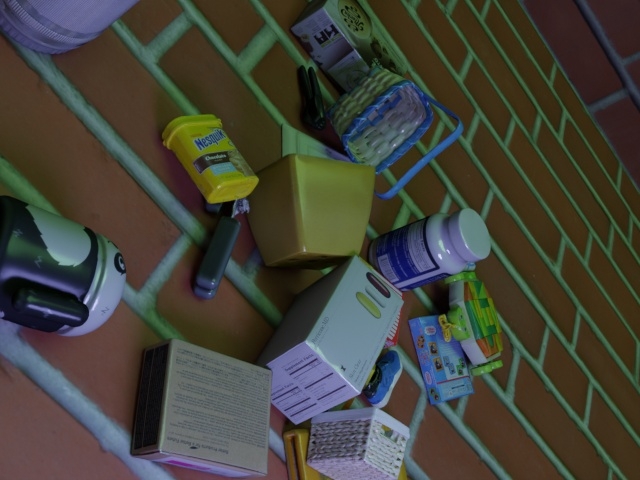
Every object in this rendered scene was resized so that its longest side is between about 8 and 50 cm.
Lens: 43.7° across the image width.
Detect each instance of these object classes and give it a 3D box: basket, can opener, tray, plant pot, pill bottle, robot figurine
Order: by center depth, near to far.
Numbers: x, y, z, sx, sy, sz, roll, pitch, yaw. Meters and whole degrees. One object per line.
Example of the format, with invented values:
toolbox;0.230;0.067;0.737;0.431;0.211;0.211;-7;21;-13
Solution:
robot figurine;-0.421;0.036;1.170;0.278;0.174;0.209;27;53;-39
basket;0.067;0.387;1.498;0.113;0.167;0.103;38;51;-32
can opener;-0.199;-0.015;1.553;0.093;0.074;0.280;15;53;-5
plant pot;-0.024;-0.045;1.630;0.212;0.212;0.187;6;74;-35
basket;0.170;-0.262;1.887;0.201;0.255;0.289;42;10;-47
pill bottle;0.258;0.023;1.893;0.153;0.265;0.153;25;55;-41
tray;0.014;-0.174;1.896;0.270;0.030;0.145;22;56;-42
can opener;-0.016;-0.347;1.926;0.059;0.073;0.186;15;52;-36

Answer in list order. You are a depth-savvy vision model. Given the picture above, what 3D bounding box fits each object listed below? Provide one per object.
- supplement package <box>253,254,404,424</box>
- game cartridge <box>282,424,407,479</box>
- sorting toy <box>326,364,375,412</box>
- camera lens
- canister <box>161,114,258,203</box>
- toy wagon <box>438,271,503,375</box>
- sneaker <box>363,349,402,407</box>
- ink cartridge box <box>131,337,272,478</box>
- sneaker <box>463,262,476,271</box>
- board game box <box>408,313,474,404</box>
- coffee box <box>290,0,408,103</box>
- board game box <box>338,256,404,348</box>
supplement package;0.011;0.191;1.557;0.145;0.204;0.261;43;43;-11
game cartridge;0.071;0.514;1.606;0.324;0.053;0.285;8;67;-46
sorting toy;0.082;0.270;1.635;0.038;0.193;0.208;32;45;3
camera lens;-0.413;-0.464;1.344;0.219;0.274;0.219;25;54;-41
canister;-0.211;-0.158;1.544;0.126;0.073;0.170;-15;62;-48
toy wagon;0.392;0.214;2.069;0.344;0.068;0.267;4;68;-65
sneaker;0.131;0.289;1.781;0.084;0.058;0.152;53;46;-30
ink cartridge box;-0.197;0.294;1.374;0.235;0.088;0.193;28;54;-39
sneaker;0.334;0.058;2.125;0.237;0.085;0.086;18;85;-48
board game box;0.304;0.292;1.996;0.160;0.039;0.211;0;72;-49
coffee box;0.079;-0.491;2.055;0.297;0.119;0.168;49;41;-21
board game box;0.110;0.139;1.841;0.193;0.045;0.146;39;46;-31
